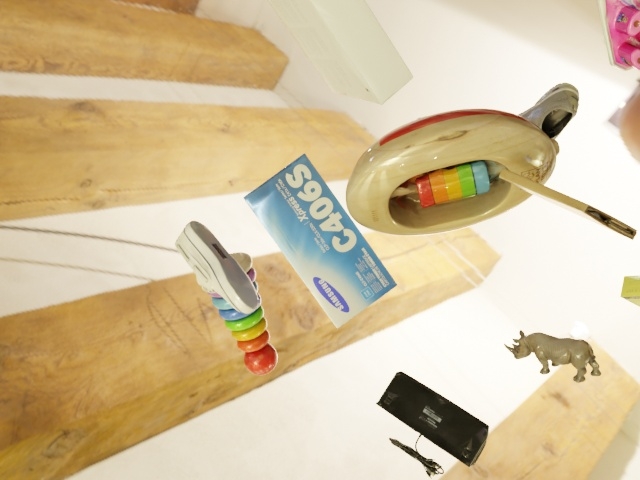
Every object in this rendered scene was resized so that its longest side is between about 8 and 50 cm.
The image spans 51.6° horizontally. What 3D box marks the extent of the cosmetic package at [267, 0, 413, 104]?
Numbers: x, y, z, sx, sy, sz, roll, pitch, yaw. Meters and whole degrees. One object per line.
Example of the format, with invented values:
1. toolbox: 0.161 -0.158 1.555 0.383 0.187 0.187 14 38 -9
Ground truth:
1. cosmetic package: -0.001 -0.459 1.331 0.377 0.097 0.284 51 178 -26

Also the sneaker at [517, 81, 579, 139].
1. sneaker: 0.554 -0.284 1.724 0.105 0.281 0.115 28 -140 -13

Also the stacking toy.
1. stacking toy: -0.190 0.202 1.705 0.141 0.141 0.330 -58 -48 -60

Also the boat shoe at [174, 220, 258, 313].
1. boat shoe: -0.234 0.073 1.473 0.258 0.084 0.095 52 -160 24

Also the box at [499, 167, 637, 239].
1. box: 0.436 -0.067 1.175 0.164 0.021 0.201 18 -167 -35

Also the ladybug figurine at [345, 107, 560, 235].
1. ladybug figurine: 0.268 -0.154 1.394 0.449 0.305 0.162 -11 -128 5

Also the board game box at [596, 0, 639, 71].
1. board game box: 0.468 -0.425 0.691 0.050 0.389 0.390 -94 -18 -64

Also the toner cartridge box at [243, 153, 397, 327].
1. toner cartridge box: 0.000 0.000 1.435 0.348 0.165 0.075 54 -179 -5

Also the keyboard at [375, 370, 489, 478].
1. keyboard: 0.288 0.515 1.813 0.317 0.202 0.033 28 168 34

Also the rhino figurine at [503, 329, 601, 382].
1. rhino figurine: 0.576 0.281 1.672 0.243 0.106 0.073 5 -149 43

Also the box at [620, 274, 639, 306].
1. box: 0.827 0.148 1.573 0.232 0.087 0.058 24 -106 -22
